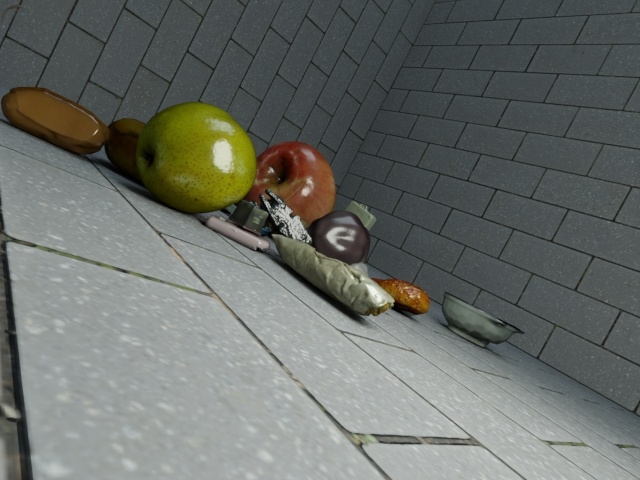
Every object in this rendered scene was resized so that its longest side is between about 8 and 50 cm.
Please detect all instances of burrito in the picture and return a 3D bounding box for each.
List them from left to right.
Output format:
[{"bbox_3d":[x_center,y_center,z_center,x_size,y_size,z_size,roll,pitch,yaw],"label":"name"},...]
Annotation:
[{"bbox_3d":[0.015,0.072,0.948,0.117,0.076,0.392,40,-8,-38],"label":"burrito"}]

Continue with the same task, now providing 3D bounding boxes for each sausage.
[{"bbox_3d":[-0.655,-0.300,1.091,0.241,0.120,0.136,26,-12,-30],"label":"sausage"}]

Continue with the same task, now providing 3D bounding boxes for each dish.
[{"bbox_3d":[0.552,0.299,1.571,0.303,0.120,0.303,27,2,-1],"label":"dish"}]

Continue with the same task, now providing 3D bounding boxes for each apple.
[{"bbox_3d":[-0.108,-0.181,1.683,0.364,0.363,0.364,27,2,-1],"label":"apple"}]

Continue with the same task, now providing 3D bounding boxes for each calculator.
[{"bbox_3d":[-0.205,-0.019,1.070,0.175,0.032,0.100,26,2,-3],"label":"calculator"}]

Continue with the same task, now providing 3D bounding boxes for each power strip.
[{"bbox_3d":[0.086,-0.016,1.582,0.118,0.270,0.046,43,10,33],"label":"power strip"}]

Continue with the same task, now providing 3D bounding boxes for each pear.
[{"bbox_3d":[-0.297,-0.197,1.059,0.294,0.294,0.294,27,2,-1],"label":"pear"}]

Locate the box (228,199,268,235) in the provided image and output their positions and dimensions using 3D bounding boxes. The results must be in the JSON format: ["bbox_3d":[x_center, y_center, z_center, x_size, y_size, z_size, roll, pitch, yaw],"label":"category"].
[{"bbox_3d":[-0.177,-0.060,1.086,0.060,0.063,0.085,24,2,-42],"label":"box"}]

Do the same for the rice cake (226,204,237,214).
[{"bbox_3d":[-0.322,-0.116,1.588,0.171,0.033,0.029,41,3,30],"label":"rice cake"}]

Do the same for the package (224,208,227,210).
[{"bbox_3d":[-0.393,-0.142,1.688,0.154,0.030,0.239,27,-1,32],"label":"package"}]

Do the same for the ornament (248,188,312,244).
[{"bbox_3d":[-0.133,-0.036,1.218,0.202,0.080,0.236,53,-27,-13],"label":"ornament"}]

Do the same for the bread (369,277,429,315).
[{"bbox_3d":[0.234,0.162,1.355,0.139,0.095,0.269,34,-4,-21],"label":"bread"}]

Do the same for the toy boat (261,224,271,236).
[{"bbox_3d":[-0.210,-0.054,1.446,0.060,0.060,0.137,29,3,31],"label":"toy boat"}]

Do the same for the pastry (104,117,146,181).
[{"bbox_3d":[-0.477,-0.239,1.313,0.356,0.163,0.356,27,6,-3],"label":"pastry"}]

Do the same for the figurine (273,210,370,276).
[{"bbox_3d":[-0.014,0.014,1.392,0.365,0.206,0.218,-3,-43,41],"label":"figurine"}]

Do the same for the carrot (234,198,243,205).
[{"bbox_3d":[-0.383,-0.174,1.798,0.066,0.066,0.314,26,-3,-36],"label":"carrot"}]
